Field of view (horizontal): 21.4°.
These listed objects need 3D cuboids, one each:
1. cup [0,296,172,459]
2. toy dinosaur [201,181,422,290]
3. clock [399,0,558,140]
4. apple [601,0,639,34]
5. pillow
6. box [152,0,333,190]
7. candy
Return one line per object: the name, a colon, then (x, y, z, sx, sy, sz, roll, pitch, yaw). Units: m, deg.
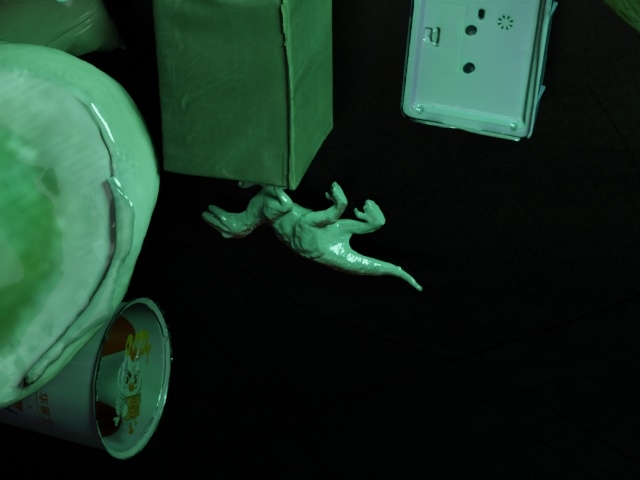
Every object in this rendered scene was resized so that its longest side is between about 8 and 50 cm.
cup: (-0.351, 0.149, 2.077, 0.288, 0.203, 0.203, 6, 123, 20)
toy dinosaur: (0.000, 0.000, 1.940, 0.242, 0.053, 0.167, 39, 126, -10)
clock: (0.165, -0.210, 1.740, 0.145, 0.073, 0.193, 11, 125, 10)
apple: (0.271, -0.362, 1.548, 0.254, 0.179, 0.346, -15, 119, 39)
pillow: (-0.342, -0.239, 1.881, 0.270, 0.067, 0.173, -19, 119, 28)
box: (-0.076, -0.197, 1.777, 0.149, 0.155, 0.231, 9, 125, 15)
candy: (-0.368, -0.034, 1.872, 0.427, 0.186, 0.386, -35, 98, 19)
